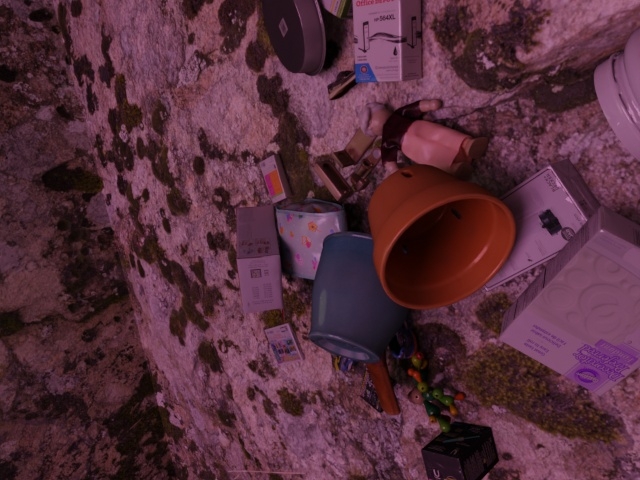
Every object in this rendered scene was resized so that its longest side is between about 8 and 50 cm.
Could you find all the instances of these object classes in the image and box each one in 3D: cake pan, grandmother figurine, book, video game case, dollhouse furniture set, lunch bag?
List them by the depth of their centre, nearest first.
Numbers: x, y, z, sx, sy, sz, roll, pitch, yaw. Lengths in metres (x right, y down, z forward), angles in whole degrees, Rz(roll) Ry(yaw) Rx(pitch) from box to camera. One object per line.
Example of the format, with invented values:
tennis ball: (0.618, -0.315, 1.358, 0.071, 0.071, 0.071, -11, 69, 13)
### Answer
grandmother figurine: (0.220, -0.246, 1.330, 0.342, 0.104, 0.207, 37, 95, 37)
dollhouse furniture set: (0.083, -0.211, 1.448, 0.144, 0.151, 0.123, 54, 136, 15)
cake pan: (-0.078, -0.579, 1.468, 0.293, 0.054, 0.293, 53, 158, 33)
lunch bag: (0.000, 0.000, 1.617, 0.262, 0.160, 0.223, 12, 113, 51)
book: (-0.148, -0.199, 1.792, 0.096, 0.035, 0.144, -16, 93, 52)
video game case: (-0.133, 0.380, 2.013, 0.157, 0.019, 0.143, -25, 87, 48)

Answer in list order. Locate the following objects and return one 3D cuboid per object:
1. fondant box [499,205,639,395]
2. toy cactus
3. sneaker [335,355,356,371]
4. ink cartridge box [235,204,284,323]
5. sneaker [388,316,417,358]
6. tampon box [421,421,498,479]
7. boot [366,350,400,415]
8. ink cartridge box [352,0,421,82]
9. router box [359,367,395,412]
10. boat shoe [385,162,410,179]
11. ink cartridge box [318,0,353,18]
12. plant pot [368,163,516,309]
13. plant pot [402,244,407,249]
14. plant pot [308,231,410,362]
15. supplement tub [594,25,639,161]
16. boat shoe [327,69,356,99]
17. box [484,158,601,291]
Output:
fondant box: (0.542, 0.127, 1.060, 0.239, 0.096, 0.330, 30, 131, 5)
toy cactus: (0.298, 0.417, 1.522, 0.218, 0.112, 0.180, 58, 156, 10)
sneaker: (0.094, 0.350, 1.736, 0.053, 0.059, 0.144, -121, 48, -62)
ink cartridge box: (-0.192, 0.079, 1.742, 0.309, 0.130, 0.271, -104, 11, -58)
sneaker: (0.204, 0.226, 1.521, 0.083, 0.087, 0.221, -26, 83, 28)
tampon box: (0.366, 0.564, 1.439, 0.121, 0.161, 0.101, -8, 99, 49)
boot: (0.153, 0.328, 1.595, 0.264, 0.096, 0.280, -145, 35, -69)
ink cartridge box: (0.158, -0.484, 1.308, 0.148, 0.086, 0.202, 13, 115, 44)
router box: (0.174, 0.457, 1.697, 0.092, 0.038, 0.122, 33, 126, 34)
boat shoe: (0.256, -0.043, 1.359, 0.324, 0.117, 0.096, 59, 173, 17)
ink cartridge box: (0.025, -0.693, 1.362, 0.255, 0.097, 0.188, 44, 133, 26)
plant pot: (0.226, -0.027, 1.160, 0.203, 0.291, 0.290, -117, 34, -48)
plant pot: (0.205, 0.015, 1.435, 0.134, 0.134, 0.095, 51, 153, 20)
plant pot: (0.097, 0.154, 1.356, 0.272, 0.272, 0.255, -7, 56, 48)
supplement tub: (0.607, -0.265, 0.796, 0.325, 0.236, 0.235, -32, 81, 48)
boat shoe: (0.064, -0.425, 1.455, 0.152, 0.056, 0.049, -27, 90, 49)
box: (0.440, -0.026, 1.183, 0.290, 0.087, 0.169, -42, 73, 46)
